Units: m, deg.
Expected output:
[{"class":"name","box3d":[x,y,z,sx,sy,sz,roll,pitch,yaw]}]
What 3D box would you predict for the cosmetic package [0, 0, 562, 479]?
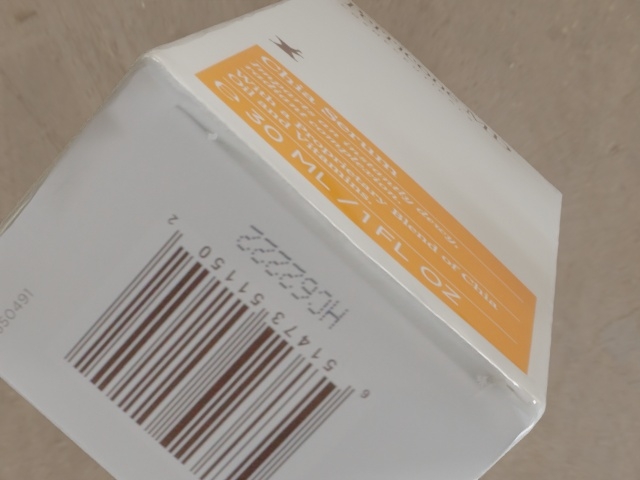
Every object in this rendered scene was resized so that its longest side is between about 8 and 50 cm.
[{"class":"cosmetic package","box3d":[0.000,0.000,0.834,0.230,0.453,0.161,42,106,-2]}]
